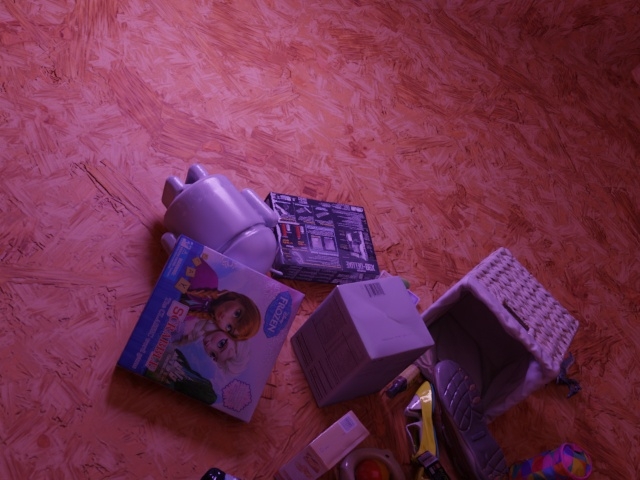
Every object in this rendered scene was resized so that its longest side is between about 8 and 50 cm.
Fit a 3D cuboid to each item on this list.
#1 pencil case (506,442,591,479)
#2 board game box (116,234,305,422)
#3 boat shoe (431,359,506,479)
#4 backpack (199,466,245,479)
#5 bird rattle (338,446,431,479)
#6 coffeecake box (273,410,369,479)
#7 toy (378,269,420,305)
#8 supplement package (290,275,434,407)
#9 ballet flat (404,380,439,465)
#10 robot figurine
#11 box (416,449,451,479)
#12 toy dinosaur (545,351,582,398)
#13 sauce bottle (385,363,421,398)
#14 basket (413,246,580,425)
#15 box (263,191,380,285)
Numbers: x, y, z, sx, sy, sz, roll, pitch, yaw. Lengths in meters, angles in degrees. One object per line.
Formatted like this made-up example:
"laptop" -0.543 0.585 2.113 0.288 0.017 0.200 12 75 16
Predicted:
"pencil case" 0.570 0.576 1.872 0.104 0.236 0.104 12 59 -21
"board game box" -0.241 0.198 1.669 0.318 0.066 0.318 26 75 -12
"boat shoe" 0.349 0.465 1.879 0.123 0.116 0.324 -8 71 -32
"backpack" -0.172 0.556 1.495 0.182 0.115 0.152 34 42 -8
"bird rattle" 0.119 0.573 1.694 0.254 0.143 0.207 -7 47 -21
"coffeecake box" 0.001 0.466 1.623 0.142 0.185 0.068 -29 74 -44
"toy" 0.187 0.182 2.059 0.137 0.056 0.237 39 45 2
"supplement package" 0.094 0.245 1.802 0.199 0.262 0.198 -6 59 -36
"ballet flat" 0.250 0.456 1.874 0.077 0.077 0.231 9 52 -10
"robot figurine" -0.248 -0.021 1.842 0.300 0.200 0.353 -35 78 -28
"box" 0.302 0.596 1.737 0.036 0.114 0.207 -32 88 -6
"toy dinosaur" 0.722 0.408 2.219 0.268 0.064 0.118 -14 57 -42
"sauce bottle" 0.215 0.369 1.941 0.042 0.042 0.128 48 48 10
"basket" 0.447 0.255 1.984 0.328 0.331 0.266 47 39 8
"box" 0.000 0.000 2.071 0.307 0.076 0.242 7 53 -28
